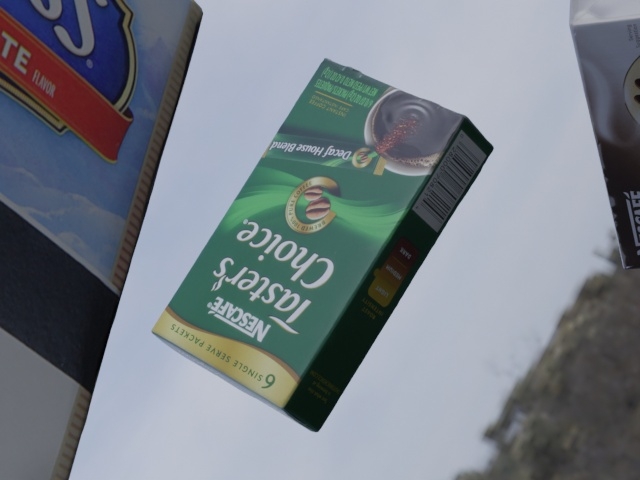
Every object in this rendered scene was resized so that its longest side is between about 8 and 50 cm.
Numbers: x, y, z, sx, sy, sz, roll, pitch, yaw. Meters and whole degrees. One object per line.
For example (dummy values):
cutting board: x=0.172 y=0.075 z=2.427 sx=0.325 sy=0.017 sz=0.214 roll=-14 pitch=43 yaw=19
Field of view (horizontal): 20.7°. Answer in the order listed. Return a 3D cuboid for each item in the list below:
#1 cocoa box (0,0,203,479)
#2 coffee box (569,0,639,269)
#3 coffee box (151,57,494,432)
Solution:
cocoa box: x=-0.247 y=-0.057 z=0.539 sx=0.347 sy=0.231 sz=0.228 roll=40 pitch=-131 yaw=-36
coffee box: x=0.315 y=-0.117 z=1.464 sx=0.297 sy=0.168 sz=0.119 roll=69 pitch=-157 yaw=-45
coffee box: x=0.000 y=0.000 z=0.944 sx=0.184 sy=0.113 sz=0.040 roll=-57 pitch=-40 yaw=-6
